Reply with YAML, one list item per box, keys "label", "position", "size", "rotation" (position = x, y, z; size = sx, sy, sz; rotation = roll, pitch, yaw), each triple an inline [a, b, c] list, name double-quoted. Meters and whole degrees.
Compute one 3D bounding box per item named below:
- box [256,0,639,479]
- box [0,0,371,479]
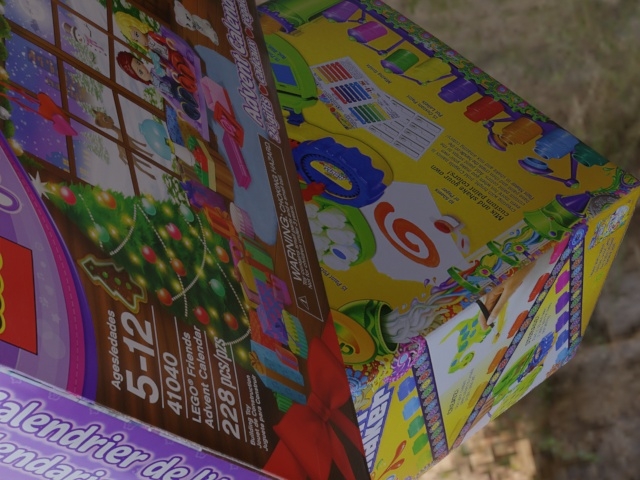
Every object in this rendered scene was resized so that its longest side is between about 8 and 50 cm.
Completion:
- label: "box"
  position: [0.000, 0.000, 0.909]
  size: [0.279, 0.290, 0.177]
  rotation: [-30, 147, -34]
- label: "box"
  position: [-0.088, -0.034, 0.506]
  size: [0.057, 0.293, 0.201]
  rotation: [-37, 135, 25]
